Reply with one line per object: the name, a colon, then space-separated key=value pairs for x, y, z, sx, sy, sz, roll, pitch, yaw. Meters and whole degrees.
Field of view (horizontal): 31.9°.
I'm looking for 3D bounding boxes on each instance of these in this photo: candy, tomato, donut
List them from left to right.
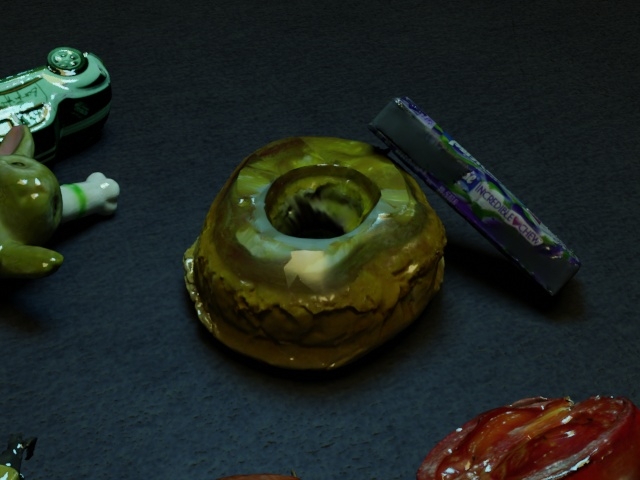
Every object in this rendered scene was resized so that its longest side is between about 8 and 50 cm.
donut: x=0.000 y=0.000 z=1.327 sx=0.329 sy=0.160 sz=0.330 roll=6 pitch=42 yaw=-6
candy: x=0.192 y=-0.057 z=1.374 sx=0.312 sy=0.061 sz=0.088 roll=42 pitch=15 yaw=2
tomato: x=0.207 y=0.241 z=1.049 sx=0.200 sy=0.140 sz=0.233 roll=-27 pitch=5 yaw=-19

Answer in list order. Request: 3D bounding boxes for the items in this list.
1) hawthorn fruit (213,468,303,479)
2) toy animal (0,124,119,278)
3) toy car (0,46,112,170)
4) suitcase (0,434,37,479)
hawthorn fruit: x=-0.041 y=0.273 z=1.006 sx=0.162 sy=0.163 sz=0.203 roll=29 pitch=30 yaw=28
toy animal: x=-0.382 y=-0.033 z=1.312 sx=0.363 sy=0.181 sz=0.180 roll=-40 pitch=15 yaw=-34
toy car: x=-0.402 y=-0.148 z=1.502 sx=0.305 sy=0.136 sz=0.125 roll=-23 pitch=58 yaw=-32
suitcase: x=-0.361 y=0.274 z=0.962 sx=0.193 sy=0.143 sz=0.235 roll=9 pitch=38 yaw=5
